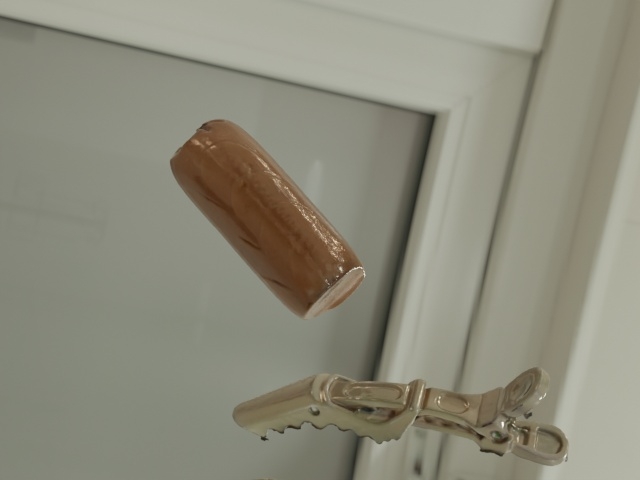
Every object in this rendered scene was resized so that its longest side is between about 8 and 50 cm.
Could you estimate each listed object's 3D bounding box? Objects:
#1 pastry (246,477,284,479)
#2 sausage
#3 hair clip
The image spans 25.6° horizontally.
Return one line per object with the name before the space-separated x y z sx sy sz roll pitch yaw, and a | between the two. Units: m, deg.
pastry | -0.072 0.377 1.717 0.170 0.236 0.256 -65 -175 -35
sausage | -0.076 -0.034 1.869 0.304 0.121 0.121 48 -37 13
hair clip | 0.046 0.106 0.912 0.034 0.226 0.072 -69 156 -46
